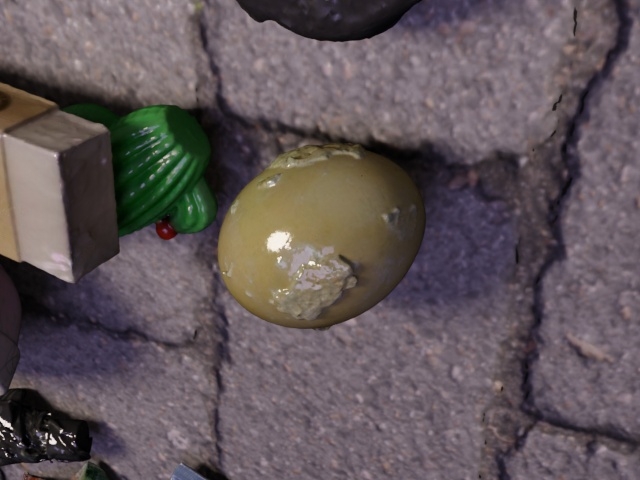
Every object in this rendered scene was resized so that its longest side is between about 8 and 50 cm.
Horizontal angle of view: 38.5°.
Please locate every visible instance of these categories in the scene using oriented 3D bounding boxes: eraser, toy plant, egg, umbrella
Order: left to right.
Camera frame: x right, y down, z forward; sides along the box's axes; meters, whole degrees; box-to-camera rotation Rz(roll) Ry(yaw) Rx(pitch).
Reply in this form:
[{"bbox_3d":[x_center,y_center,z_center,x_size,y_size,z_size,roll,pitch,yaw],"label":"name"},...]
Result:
[{"bbox_3d":[-0.463,0.228,1.178,0.336,0.128,0.154,-5,137,15],"label":"umbrella"},{"bbox_3d":[-0.345,-0.083,0.879,0.343,0.078,0.144,20,126,26],"label":"eraser"},{"bbox_3d":[-0.210,-0.063,0.900,0.240,0.088,0.155,-3,124,25],"label":"toy plant"},{"bbox_3d":[0.001,-0.002,0.828,0.201,0.164,0.164,-27,112,28],"label":"egg"}]

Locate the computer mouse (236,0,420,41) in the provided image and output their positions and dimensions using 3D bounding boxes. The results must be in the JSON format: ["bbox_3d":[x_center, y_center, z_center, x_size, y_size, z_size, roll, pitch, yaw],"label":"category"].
[{"bbox_3d":[0.060,-0.266,0.648,0.323,0.116,0.183,-26,114,39],"label":"computer mouse"}]

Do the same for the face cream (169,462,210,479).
[{"bbox_3d":[-0.224,0.442,1.263,0.135,0.086,0.385,35,123,-7],"label":"face cream"}]

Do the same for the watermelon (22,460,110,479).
[{"bbox_3d":[-0.349,0.382,1.250,0.158,0.121,0.098,-15,139,32],"label":"watermelon"}]

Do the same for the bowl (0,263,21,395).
[{"bbox_3d":[-0.451,0.050,0.990,0.287,0.144,0.287,14,157,6],"label":"bowl"}]
